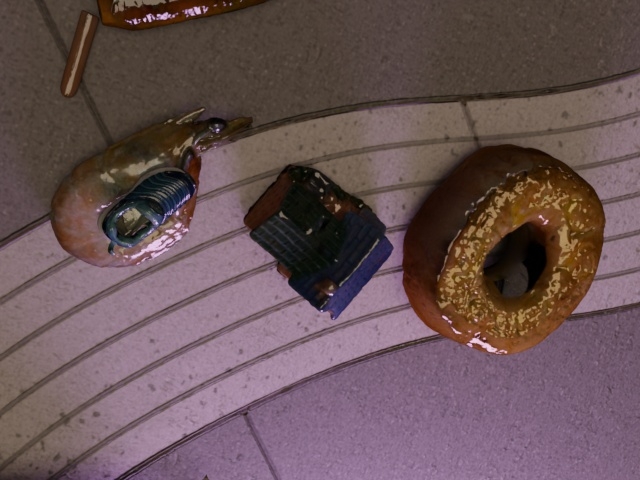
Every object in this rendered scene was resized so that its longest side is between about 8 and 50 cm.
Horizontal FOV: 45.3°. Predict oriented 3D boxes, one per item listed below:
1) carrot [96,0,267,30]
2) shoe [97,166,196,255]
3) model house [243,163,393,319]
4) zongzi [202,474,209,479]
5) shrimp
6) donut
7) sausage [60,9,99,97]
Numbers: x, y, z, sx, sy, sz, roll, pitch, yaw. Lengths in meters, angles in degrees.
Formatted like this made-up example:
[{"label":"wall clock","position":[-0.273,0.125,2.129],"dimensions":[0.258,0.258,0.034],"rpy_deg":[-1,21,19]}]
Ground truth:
[{"label":"carrot","position":[-0.164,-0.329,1.014],"dimensions":[0.260,0.070,0.070],"rpy_deg":[-15,106,-11]},{"label":"shoe","position":[-0.225,-0.041,0.996],"dimensions":[0.143,0.071,0.064],"rpy_deg":[-34,121,0]},{"label":"model house","position":[0.000,0.000,1.073],"dimensions":[0.183,0.172,0.166],"rpy_deg":[40,93,-18]},{"label":"zongzi","position":[-0.434,0.372,1.019],"dimensions":[0.500,0.218,0.467],"rpy_deg":[-27,114,-3]},{"label":"shrimp","position":[-0.221,-0.072,1.062],"dimensions":[0.317,0.077,0.168],"rpy_deg":[-29,118,-1]},{"label":"donut","position":[0.274,0.017,1.155],"dimensions":[0.299,0.150,0.317],"rpy_deg":[-2,104,-10]},{"label":"sausage","position":[-0.321,-0.245,1.016],"dimensions":[0.026,0.026,0.116],"rpy_deg":[17,99,-16]}]
